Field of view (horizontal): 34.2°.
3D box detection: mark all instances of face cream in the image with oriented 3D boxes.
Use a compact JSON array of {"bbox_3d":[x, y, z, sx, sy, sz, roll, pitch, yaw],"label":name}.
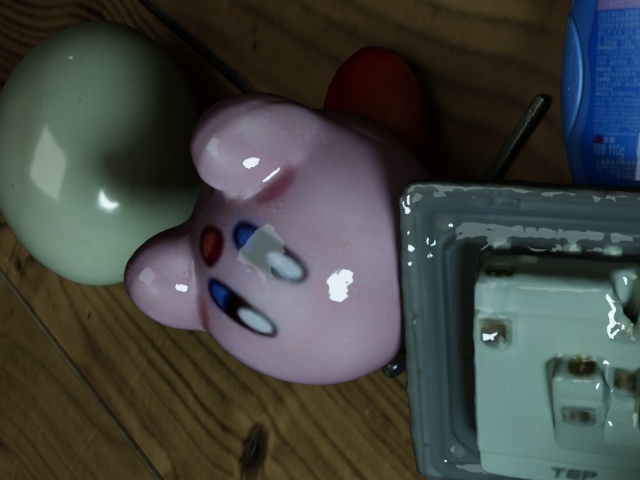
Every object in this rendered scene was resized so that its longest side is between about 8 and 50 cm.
[{"bbox_3d":[0.233,-0.135,0.699,0.149,0.083,0.264,8,101,38],"label":"face cream"}]

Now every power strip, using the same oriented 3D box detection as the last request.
[{"bbox_3d":[0.174,0.090,0.701,0.256,0.092,0.251,3,123,20],"label":"power strip"}]

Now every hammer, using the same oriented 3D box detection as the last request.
[{"bbox_3d":[0.113,-0.002,0.882,0.058,0.029,0.292,48,124,27],"label":"hammer"}]

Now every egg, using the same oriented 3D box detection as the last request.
[{"bbox_3d":[-0.227,-0.089,1.068,0.219,0.219,0.269,7,85,44],"label":"egg"}]

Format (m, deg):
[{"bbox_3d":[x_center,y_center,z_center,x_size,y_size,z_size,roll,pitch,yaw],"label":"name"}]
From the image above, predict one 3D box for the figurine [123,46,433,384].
[{"bbox_3d":[0.007,0.002,0.845,0.211,0.261,0.270,39,115,15],"label":"figurine"}]
